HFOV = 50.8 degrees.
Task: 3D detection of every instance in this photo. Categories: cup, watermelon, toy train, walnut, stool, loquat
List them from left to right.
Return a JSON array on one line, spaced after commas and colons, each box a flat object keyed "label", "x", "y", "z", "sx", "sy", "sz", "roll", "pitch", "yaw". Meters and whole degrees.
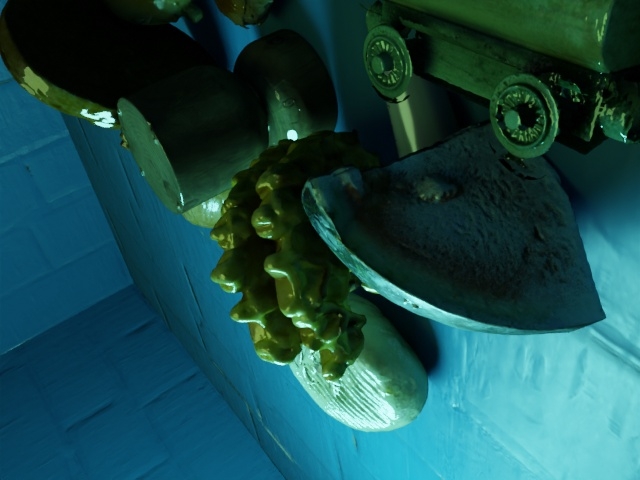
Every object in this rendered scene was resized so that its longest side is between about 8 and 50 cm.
[{"label": "loquat", "x": -0.280, "y": -0.431, "z": 1.108, "sx": 0.204, "sy": 0.149, "sz": 0.172, "roll": 42, "pitch": 118, "yaw": -11}, {"label": "walnut", "x": -0.218, "y": -0.111, "z": 1.370, "sx": 0.167, "sy": 0.167, "sz": 0.207, "roll": 55, "pitch": 159, "yaw": 10}, {"label": "stool", "x": -0.132, "y": -0.172, "z": 0.969, "sx": 0.179, "sy": 0.264, "sz": 0.179, "roll": 46, "pitch": 154, "yaw": 29}, {"label": "cup", "x": 0.108, "y": -0.152, "z": 0.760, "sx": 0.104, "sy": 0.074, "sz": 0.116, "roll": -93, "pitch": -16, "yaw": -74}, {"label": "watermelon", "x": 0.154, "y": -0.016, "z": 0.668, "sx": 0.290, "sy": 0.213, "sz": 0.320, "roll": 34, "pitch": -169, "yaw": 40}, {"label": "toy train", "x": 0.142, "y": -0.183, "z": 0.558, "sx": 0.307, "sy": 0.126, "sz": 0.189, "roll": 39, "pitch": 150, "yaw": 42}]

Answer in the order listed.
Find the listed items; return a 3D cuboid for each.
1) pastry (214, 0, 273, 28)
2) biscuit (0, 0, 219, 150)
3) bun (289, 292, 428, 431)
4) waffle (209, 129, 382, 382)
[{"label": "pastry", "x": -0.114, "y": -0.370, "z": 0.927, "sx": 0.153, "sy": 0.081, "sz": 0.153, "roll": 48, "pitch": 159, "yaw": 25}, {"label": "biscuit", "x": -0.324, "y": -0.270, "z": 1.112, "sx": 0.070, "sy": 0.395, "sz": 0.350, "roll": -45, "pitch": 49, "yaw": 34}, {"label": "bun", "x": 0.066, "y": 0.203, "z": 1.161, "sx": 0.273, "sy": 0.168, "sz": 0.272, "roll": 32, "pitch": 143, "yaw": 28}, {"label": "waffle", "x": 0.000, "y": 0.000, "z": 0.857, "sx": 0.151, "sy": 0.324, "sz": 0.261, "roll": -9, "pitch": 110, "yaw": 24}]
